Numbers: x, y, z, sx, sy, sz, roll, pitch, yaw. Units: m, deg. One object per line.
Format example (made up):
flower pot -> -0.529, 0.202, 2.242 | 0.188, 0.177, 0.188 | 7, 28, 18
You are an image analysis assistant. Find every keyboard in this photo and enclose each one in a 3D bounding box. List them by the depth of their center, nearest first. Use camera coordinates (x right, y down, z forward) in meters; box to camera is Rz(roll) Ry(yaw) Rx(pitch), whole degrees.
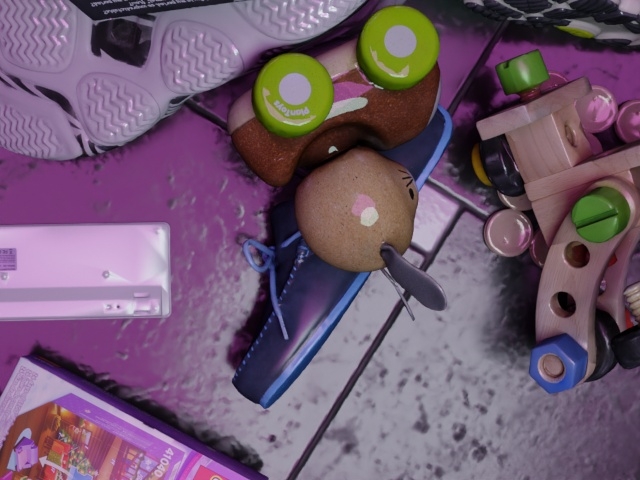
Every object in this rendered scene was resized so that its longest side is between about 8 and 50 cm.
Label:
keyboard -> -0.240, 0.024, 1.213 | 0.256, 0.014, 0.072 | -1, 87, -5

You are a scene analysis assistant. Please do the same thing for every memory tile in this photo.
memory tile -> 0.192, -0.048, 1.246 | 0.113, 0.012, 0.148 | 16, 91, -5

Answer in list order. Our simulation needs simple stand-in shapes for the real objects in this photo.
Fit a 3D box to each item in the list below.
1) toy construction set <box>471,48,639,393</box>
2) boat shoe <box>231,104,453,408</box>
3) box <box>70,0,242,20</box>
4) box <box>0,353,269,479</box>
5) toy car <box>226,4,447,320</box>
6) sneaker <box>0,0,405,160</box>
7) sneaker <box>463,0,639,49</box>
toy construction set -> 0.254, -0.055, 1.152 | 0.309, 0.257, 0.237 | -23, 86, -30
boat shoe -> 0.000, 0.000, 1.200 | 0.089, 0.109, 0.258 | 32, 73, 2
box -> -0.082, -0.275, 0.970 | 0.163, 0.142, 0.247 | -2, 67, 30
box -> -0.193, 0.258, 1.190 | 0.201, 0.057, 0.293 | 28, 90, 3
toy car -> 0.037, -0.037, 1.087 | 0.149, 0.155, 0.188 | -25, 87, -10
sneaker -> -0.078, -0.165, 1.162 | 0.366, 0.210, 0.137 | -20, 94, 30
sneaker -> 0.181, -0.207, 1.161 | 0.275, 0.107, 0.110 | 7, 82, -42
